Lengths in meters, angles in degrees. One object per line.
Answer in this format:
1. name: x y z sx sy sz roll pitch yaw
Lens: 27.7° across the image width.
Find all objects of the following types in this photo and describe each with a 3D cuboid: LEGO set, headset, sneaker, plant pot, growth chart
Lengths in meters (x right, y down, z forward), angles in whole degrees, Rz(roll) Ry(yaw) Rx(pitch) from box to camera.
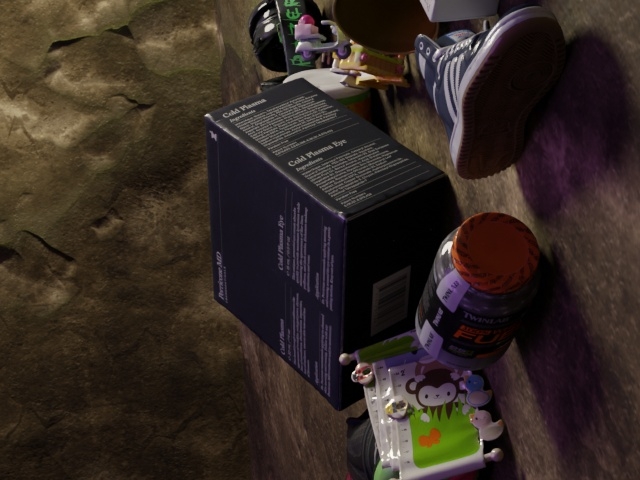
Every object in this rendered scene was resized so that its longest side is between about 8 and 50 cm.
1. LEGO set: 0.067 -0.273 1.781 0.287 0.132 0.107 5 -87 -74
2. headset: -0.073 -0.291 2.230 0.394 0.185 0.243 94 166 -78
3. sneaker: 0.115 0.342 1.860 0.483 0.185 0.202 113 158 -53
4. plant pot: 0.090 -0.311 1.619 0.134 0.134 0.095 102 -178 -60
5. sneaker: 0.168 -0.192 1.346 0.282 0.099 0.153 99 158 -64
6. growth chart: 0.130 0.206 1.645 0.021 0.172 0.237 55 -167 -48

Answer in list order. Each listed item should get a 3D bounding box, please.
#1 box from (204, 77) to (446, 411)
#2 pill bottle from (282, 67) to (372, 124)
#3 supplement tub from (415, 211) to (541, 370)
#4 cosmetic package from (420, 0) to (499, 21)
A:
1. box: 0.000 0.000 1.834 0.312 0.179 0.343 38 141 37
2. pill bottle: 0.015 -0.135 2.028 0.136 0.136 0.245 -124 29 -65
3. supplement tub: 0.175 0.056 1.434 0.190 0.117 0.117 100 159 -59
4. cosmetic package: 0.148 -0.355 1.366 0.231 0.085 0.117 96 160 -47
